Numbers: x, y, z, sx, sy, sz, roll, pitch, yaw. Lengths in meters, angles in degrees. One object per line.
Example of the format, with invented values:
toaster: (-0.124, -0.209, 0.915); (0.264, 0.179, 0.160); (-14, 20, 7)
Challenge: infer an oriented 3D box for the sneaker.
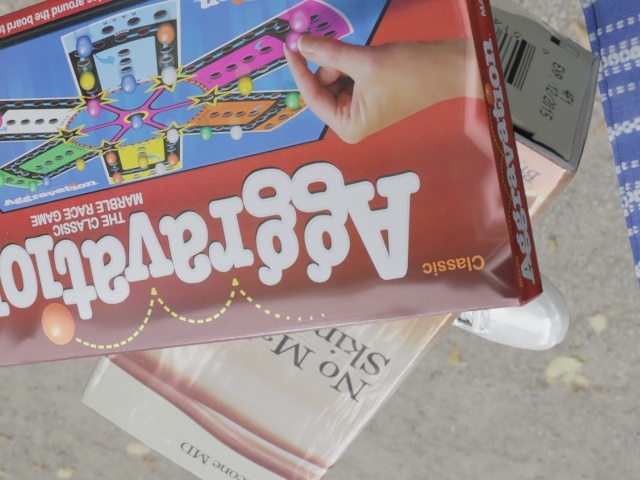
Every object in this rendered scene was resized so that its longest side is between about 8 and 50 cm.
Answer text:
sneaker: (0.090, 0.043, 0.835); (0.212, 0.094, 0.080); (24, 124, 27)

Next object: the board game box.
board game box: (-0.064, -0.030, 0.406); (0.281, 0.027, 0.145); (-10, 94, 29)

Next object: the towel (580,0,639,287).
towel: (0.236, -0.100, 0.471); (0.040, 0.336, 0.243); (0, 168, -44)

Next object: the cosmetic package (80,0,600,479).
cosmetic package: (0.000, 0.000, 0.560); (0.153, 0.129, 0.296); (30, 128, -1)
